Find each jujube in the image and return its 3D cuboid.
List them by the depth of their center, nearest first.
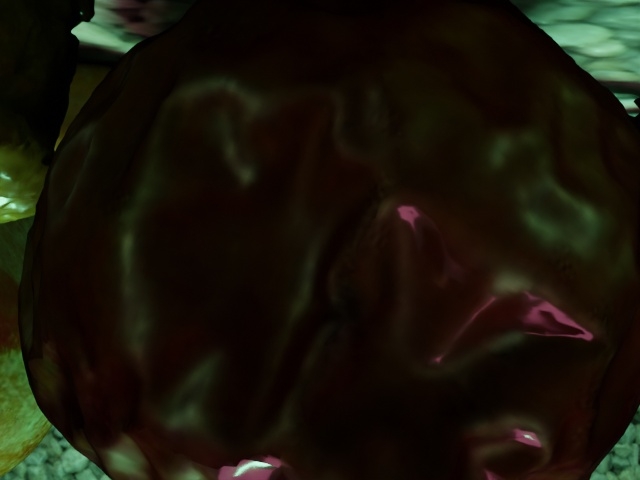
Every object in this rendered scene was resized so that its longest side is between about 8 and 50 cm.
[{"bbox_3d":[0.000,0.000,0.635,0.216,0.216,0.342,7,-178,-8],"label":"jujube"}]

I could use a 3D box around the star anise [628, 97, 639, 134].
[{"bbox_3d":[0.195,-0.028,0.799,0.213,0.053,0.157,2,171,14],"label":"star anise"}]

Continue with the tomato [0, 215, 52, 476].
[{"bbox_3d":[-0.284,0.037,1.019,0.270,0.222,0.270,-9,158,-3],"label":"tomato"}]

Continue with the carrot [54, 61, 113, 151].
[{"bbox_3d":[-0.084,-0.053,0.822,0.205,0.072,0.072,2,174,-23],"label":"carrot"}]

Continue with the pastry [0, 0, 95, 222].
[{"bbox_3d":[-0.175,-0.066,0.611,0.189,0.103,0.189,5,171,1],"label":"pastry"}]
